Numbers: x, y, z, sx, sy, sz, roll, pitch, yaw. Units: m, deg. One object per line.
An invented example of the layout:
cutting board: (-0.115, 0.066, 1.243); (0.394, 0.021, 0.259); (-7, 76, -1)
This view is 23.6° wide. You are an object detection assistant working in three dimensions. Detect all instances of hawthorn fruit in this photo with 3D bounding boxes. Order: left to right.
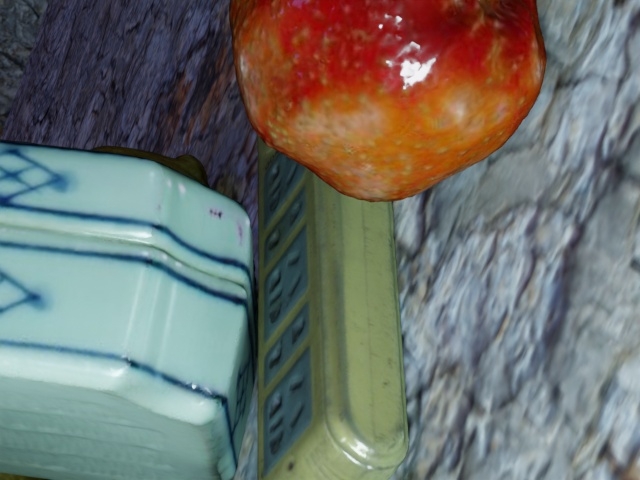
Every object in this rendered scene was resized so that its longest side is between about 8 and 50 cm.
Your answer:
hawthorn fruit: (0.048, -0.108, 0.757); (0.194, 0.157, 0.157); (-24, 47, 42)

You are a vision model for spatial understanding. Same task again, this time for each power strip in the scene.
power strip: (0.000, 0.000, 0.904); (0.092, 0.066, 0.387); (-55, 24, 36)

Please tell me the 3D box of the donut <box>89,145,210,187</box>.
donut: (-0.172, 0.050, 1.259); (0.208, 0.128, 0.261); (-110, 40, -62)

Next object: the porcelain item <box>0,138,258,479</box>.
porcelain item: (-0.182, 0.048, 0.965); (0.281, 0.286, 0.157); (87, -169, -69)

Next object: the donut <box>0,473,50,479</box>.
donut: (-0.364, 0.166, 1.352); (0.170, 0.360, 0.360); (-15, 50, 26)
